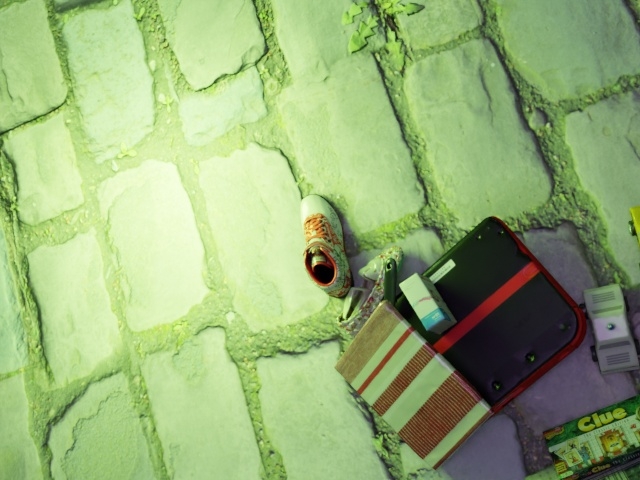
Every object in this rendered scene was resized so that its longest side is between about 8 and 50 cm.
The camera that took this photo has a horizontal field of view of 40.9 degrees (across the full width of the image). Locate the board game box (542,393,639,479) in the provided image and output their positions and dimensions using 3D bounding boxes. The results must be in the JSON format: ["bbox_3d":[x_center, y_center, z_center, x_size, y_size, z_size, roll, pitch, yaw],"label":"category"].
[{"bbox_3d":[0.595,0.399,1.757,0.259,0.136,0.030,-25,117,11],"label":"board game box"}]

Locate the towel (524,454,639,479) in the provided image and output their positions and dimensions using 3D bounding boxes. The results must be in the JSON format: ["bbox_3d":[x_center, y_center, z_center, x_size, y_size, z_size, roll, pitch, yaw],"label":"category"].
[{"bbox_3d":[0.585,0.517,1.671,0.324,0.056,0.312,-27,29,8],"label":"towel"}]

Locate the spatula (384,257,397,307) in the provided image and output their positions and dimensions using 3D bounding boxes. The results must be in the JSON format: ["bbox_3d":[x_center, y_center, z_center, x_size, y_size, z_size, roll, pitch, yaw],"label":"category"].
[{"bbox_3d":[0.148,0.186,1.932,0.084,0.030,0.296,7,93,37],"label":"spatula"}]

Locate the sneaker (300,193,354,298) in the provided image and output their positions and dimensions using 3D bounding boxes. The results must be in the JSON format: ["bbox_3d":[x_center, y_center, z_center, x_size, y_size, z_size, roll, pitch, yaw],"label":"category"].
[{"bbox_3d":[0.001,0.000,2.003,0.090,0.145,0.270,-21,74,13],"label":"sneaker"}]

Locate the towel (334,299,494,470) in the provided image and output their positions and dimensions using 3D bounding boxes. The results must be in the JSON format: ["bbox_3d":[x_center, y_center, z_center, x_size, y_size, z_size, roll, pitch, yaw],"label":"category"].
[{"bbox_3d":[0.198,0.316,1.872,0.329,0.037,0.237,45,128,16],"label":"towel"}]

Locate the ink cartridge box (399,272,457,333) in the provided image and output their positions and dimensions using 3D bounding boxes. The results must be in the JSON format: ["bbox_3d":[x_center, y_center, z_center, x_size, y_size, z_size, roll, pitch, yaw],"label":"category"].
[{"bbox_3d":[0.235,0.137,1.876,0.052,0.088,0.122,-38,65,15],"label":"ink cartridge box"}]

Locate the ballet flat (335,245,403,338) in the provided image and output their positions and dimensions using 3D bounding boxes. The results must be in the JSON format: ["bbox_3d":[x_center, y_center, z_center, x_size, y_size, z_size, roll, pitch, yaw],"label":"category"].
[{"bbox_3d":[0.111,0.111,1.973,0.077,0.091,0.241,27,87,-24],"label":"ballet flat"}]

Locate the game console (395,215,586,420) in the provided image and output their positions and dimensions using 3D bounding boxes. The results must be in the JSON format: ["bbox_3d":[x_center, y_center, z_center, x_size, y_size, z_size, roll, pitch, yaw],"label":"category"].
[{"bbox_3d":[0.346,0.187,1.895,0.386,0.060,0.342,-42,64,11],"label":"game console"}]

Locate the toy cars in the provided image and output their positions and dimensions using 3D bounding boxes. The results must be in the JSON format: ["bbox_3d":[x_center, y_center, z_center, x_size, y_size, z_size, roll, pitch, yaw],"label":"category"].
[{"bbox_3d":[0.662,0.094,1.806,0.176,0.087,0.394,29,90,21],"label":"toy cars"}]
